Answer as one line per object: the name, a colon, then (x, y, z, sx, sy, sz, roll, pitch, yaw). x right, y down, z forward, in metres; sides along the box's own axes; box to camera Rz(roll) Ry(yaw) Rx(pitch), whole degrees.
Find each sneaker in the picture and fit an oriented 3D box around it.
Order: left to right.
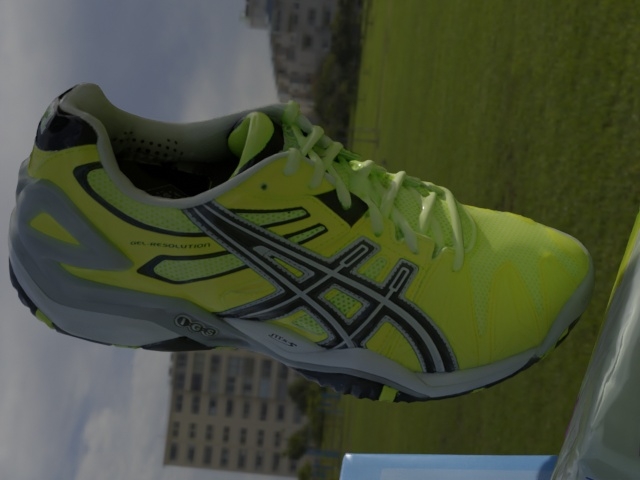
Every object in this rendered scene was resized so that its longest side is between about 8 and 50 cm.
sneaker: (0.000, 0.000, 0.584, 0.145, 0.385, 0.147, -97, 16, -47)

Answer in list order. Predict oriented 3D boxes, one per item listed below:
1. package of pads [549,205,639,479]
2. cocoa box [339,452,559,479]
package of pads: (0.265, 0.054, 0.466, 0.101, 0.229, 0.296, 96, -160, -51)
cocoa box: (0.126, 0.343, 0.617, 0.228, 0.232, 0.347, 58, -145, -46)
